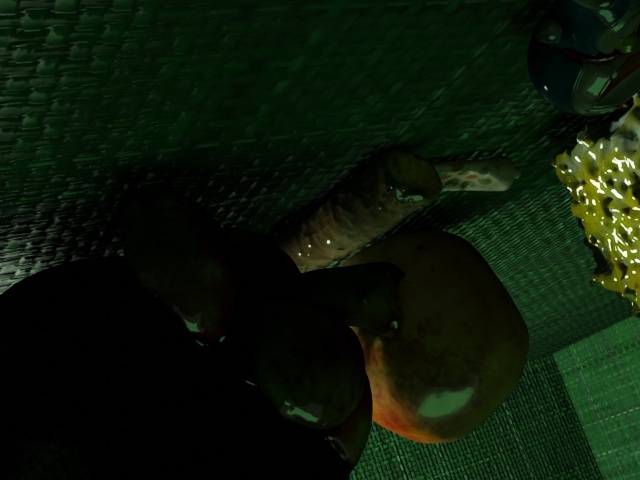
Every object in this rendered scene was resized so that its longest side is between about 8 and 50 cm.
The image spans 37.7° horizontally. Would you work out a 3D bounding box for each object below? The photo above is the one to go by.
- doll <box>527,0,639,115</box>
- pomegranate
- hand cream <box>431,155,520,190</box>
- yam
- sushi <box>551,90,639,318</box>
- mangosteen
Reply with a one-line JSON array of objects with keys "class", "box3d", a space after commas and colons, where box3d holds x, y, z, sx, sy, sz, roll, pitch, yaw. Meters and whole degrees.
[{"class": "doll", "box3d": [0.190, -0.143, 0.653, 0.114, 0.085, 0.152, -36, 156, -11]}, {"class": "pomegranate", "box3d": [0.129, 0.112, 1.134, 0.229, 0.252, 0.270, -44, 157, 11]}, {"class": "hand cream", "box3d": [0.130, -0.065, 0.945, 0.165, 0.037, 0.057, -5, 160, -23]}, {"class": "yam", "box3d": [0.000, 0.000, 0.939, 0.066, 0.066, 0.299, -5, 158, -41]}, {"class": "sushi", "box3d": [0.441, -0.076, 0.888, 0.396, 0.240, 0.351, -13, 162, -30]}, {"class": "mangosteen", "box3d": [-0.125, 0.160, 0.802, 0.435, 0.382, 0.382, -45, 154, 26]}]
